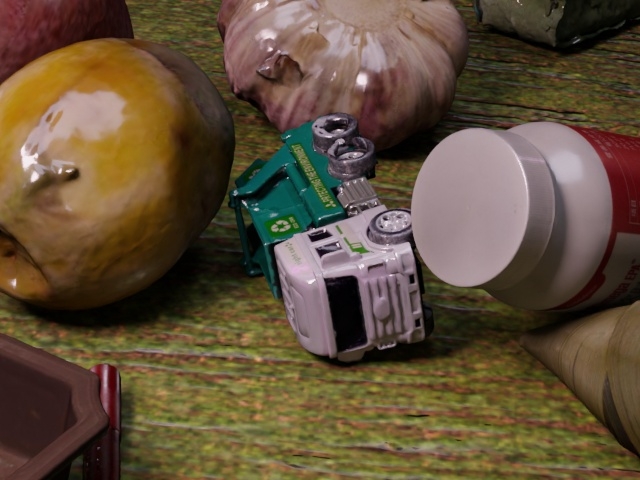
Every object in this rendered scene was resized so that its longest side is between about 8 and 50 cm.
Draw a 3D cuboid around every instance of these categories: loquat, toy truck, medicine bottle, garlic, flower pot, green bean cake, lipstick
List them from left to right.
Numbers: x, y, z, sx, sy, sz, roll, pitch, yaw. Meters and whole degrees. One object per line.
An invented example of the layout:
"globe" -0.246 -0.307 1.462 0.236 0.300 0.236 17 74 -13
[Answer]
"flower pot" -0.245 0.149 0.903 0.179 0.084 0.251 20 35 24
"loquat" -0.162 -0.053 1.157 0.179 0.179 0.227 20 49 25
"lipstick" -0.136 0.139 0.990 0.027 0.027 0.176 0 32 -7
"toy truck" 0.000 0.000 1.173 0.116 0.110 0.216 -16 34 -8
"garlic" 0.014 -0.180 1.432 0.245 0.160 0.245 7 62 -14
"medicine bottle" 0.188 -0.013 1.118 0.250 0.131 0.131 4 23 -42
"green bean cake" 0.279 -0.342 1.649 0.132 0.241 0.255 21 35 38

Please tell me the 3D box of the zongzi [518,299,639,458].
"zongzi" 0.319 0.093 1.038 0.289 0.154 0.317 7 8 -20

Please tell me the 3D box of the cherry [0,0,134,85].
"cherry" -0.280 -0.166 1.282 0.307 0.261 0.221 2 67 -42
